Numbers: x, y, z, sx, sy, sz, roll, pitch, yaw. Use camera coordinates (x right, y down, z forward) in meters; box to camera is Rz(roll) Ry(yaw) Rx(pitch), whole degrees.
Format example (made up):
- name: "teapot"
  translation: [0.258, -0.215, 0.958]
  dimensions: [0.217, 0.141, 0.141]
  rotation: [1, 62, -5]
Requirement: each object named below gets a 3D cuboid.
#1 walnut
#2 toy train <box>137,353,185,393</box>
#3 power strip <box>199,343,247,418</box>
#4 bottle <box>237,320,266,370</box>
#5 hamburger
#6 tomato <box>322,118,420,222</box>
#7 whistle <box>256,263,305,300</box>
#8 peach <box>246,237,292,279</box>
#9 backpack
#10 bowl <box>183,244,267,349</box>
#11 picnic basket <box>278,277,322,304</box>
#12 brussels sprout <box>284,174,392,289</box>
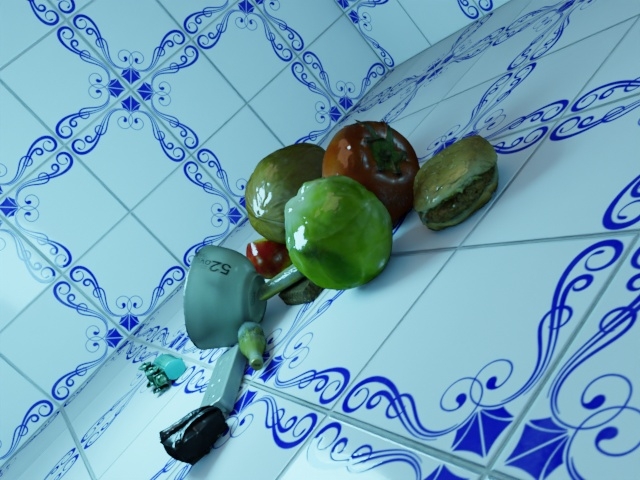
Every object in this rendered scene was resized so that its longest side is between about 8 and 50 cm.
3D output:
- name: "walnut"
  translation: [-0.096, -0.169, 2.282]
  dimensions: [0.307, 0.354, 0.397]
  rotation: [25, 36, 27]
- name: "toy train"
  translation: [-0.586, 0.485, 2.399]
  dimensions: [0.159, 0.101, 0.248]
  rotation: [-31, 11, -23]
- name: "power strip"
  translation: [-0.278, 0.411, 1.875]
  dimensions: [0.098, 0.058, 0.338]
  rotation: [-38, 15, 17]
- name: "bottle"
  translation: [-0.198, 0.315, 1.901]
  dimensions: [0.083, 0.083, 0.270]
  rotation: [-42, 18, 1]
- name: "hamburger"
  translation: [0.356, -0.158, 1.712]
  dimensions: [0.259, 0.145, 0.283]
  rotation: [-33, 23, 22]
- name: "tomato"
  translation: [0.144, -0.195, 2.005]
  dimensions: [0.273, 0.341, 0.341]
  rotation: [-46, 7, 49]
- name: "whistle"
  translation: [-0.075, 0.100, 2.022]
  dimensions: [0.326, 0.057, 0.068]
  rotation: [-33, 18, 29]
- name: "peach"
  translation: [-0.193, 0.046, 2.407]
  dimensions: [0.190, 0.192, 0.190]
  rotation: [-15, 41, 13]
- name: "backpack"
  translation: [-0.318, 0.500, 1.651]
  dimensions: [0.165, 0.106, 0.120]
  rotation: [-28, 16, -33]
- name: "bowl"
  translation: [-0.290, 0.191, 2.113]
  dimensions: [0.185, 0.354, 0.354]
  rotation: [1, 32, 16]
- name: "picnic basket"
  translation: [-0.059, 0.152, 2.055]
  dimensions: [0.110, 0.055, 0.193]
  rotation: [-50, 19, -28]
- name: "brussels sprout"
  translation: [0.054, -0.019, 1.784]
  dimensions: [0.344, 0.268, 0.345]
  rotation: [-13, 73, 46]
